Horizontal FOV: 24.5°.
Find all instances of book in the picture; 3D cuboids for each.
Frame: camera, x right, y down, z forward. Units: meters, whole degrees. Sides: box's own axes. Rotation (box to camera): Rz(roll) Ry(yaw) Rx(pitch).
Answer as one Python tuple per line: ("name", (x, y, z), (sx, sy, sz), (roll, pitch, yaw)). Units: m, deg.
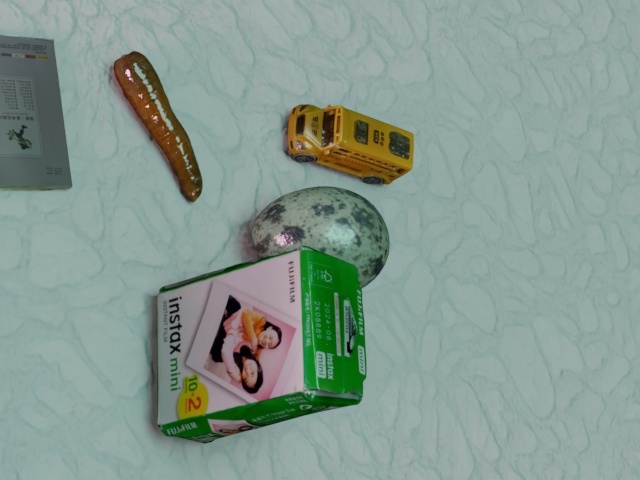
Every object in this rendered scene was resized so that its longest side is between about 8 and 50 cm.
("book", (-0.344, -0.143, 1.640), (0.127, 0.014, 0.182), (0, 75, -36))

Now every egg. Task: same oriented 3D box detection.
("egg", (0.000, 0.000, 1.768), (0.172, 0.132, 0.132), (7, 71, -22))

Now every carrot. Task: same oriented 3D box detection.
("carrot", (-0.186, -0.135, 1.737), (0.047, 0.047, 0.191), (-36, 103, -38))

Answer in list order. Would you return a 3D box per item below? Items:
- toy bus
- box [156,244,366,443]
("toy bus", (0.039, -0.126, 1.872), (0.162, 0.074, 0.070), (17, 67, -32))
("box", (-0.070, 0.118, 1.607), (0.103, 0.250, 0.180), (20, 61, -47))
